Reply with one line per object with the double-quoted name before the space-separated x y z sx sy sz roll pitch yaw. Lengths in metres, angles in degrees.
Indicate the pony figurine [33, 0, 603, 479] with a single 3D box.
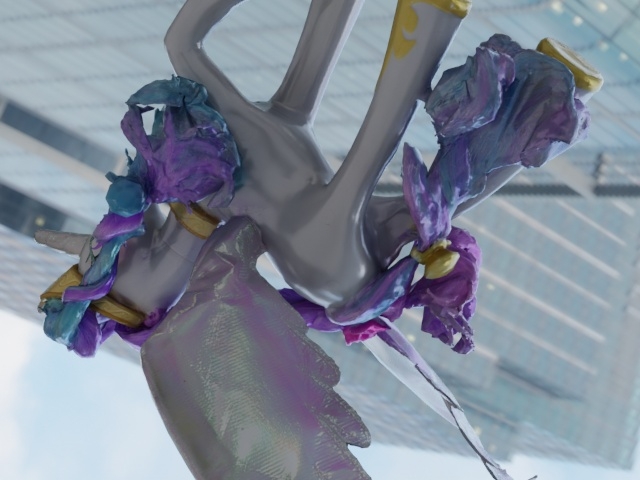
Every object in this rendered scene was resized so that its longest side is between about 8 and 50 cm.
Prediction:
"pony figurine" 0.000 0.000 1.033 0.351 0.303 0.363 44 -69 22
